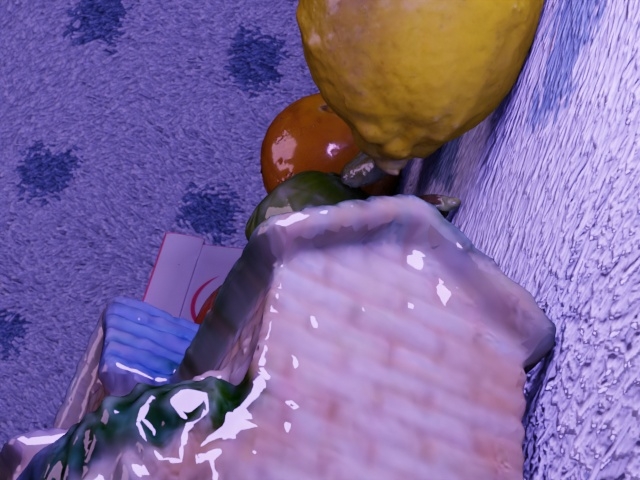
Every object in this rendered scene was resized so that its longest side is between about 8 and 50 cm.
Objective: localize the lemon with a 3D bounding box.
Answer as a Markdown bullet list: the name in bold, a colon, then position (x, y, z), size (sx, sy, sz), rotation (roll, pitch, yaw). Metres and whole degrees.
- **lemon**: position (0.107, -0.256, 1.400), size (0.285, 0.286, 0.316), rotation (-79, -19, -55)

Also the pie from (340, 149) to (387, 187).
- **pie**: position (0.103, -0.140, 1.871), size (0.187, 0.041, 0.187), rotation (-39, 13, 11)

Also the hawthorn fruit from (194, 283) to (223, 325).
- **hawthorn fruit**: position (-0.062, 0.165, 1.794), size (0.275, 0.275, 0.299), rotation (167, 103, -85)

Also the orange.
- **orange**: position (0.018, -0.127, 2.146), size (0.240, 0.240, 0.240), rotation (-163, 90, -86)

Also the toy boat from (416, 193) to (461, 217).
- **toy boat**: position (0.088, 0.031, 1.620), size (0.099, 0.109, 0.293), rotation (57, 135, 37)

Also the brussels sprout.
- **brussels sprout**: position (0.000, 0.000, 1.949), size (0.244, 0.244, 0.244), rotation (-163, 90, -86)

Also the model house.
- **model house**: position (-0.058, 0.170, 1.043), size (0.445, 0.395, 0.400), rotation (125, 166, -47)

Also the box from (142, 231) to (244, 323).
- **box**: position (-0.167, 0.214, 2.361), size (0.314, 0.300, 0.312), rotation (90, -171, -46)
